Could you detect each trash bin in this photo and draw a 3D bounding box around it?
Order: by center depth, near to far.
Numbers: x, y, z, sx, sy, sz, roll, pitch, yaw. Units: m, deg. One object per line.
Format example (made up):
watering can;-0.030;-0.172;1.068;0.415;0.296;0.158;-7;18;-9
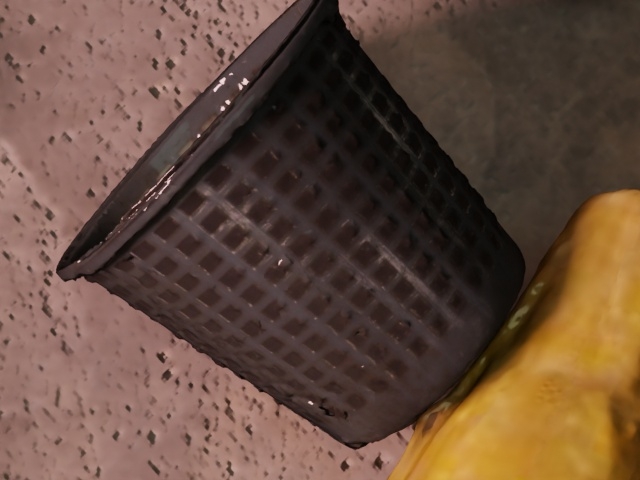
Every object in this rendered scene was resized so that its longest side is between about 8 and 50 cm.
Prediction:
trash bin;0.000;0.000;0.802;0.161;0.175;0.175;41;71;-9

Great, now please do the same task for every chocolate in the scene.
chocolate;0.073;0.184;0.781;0.162;0.162;0.445;27;68;-4
